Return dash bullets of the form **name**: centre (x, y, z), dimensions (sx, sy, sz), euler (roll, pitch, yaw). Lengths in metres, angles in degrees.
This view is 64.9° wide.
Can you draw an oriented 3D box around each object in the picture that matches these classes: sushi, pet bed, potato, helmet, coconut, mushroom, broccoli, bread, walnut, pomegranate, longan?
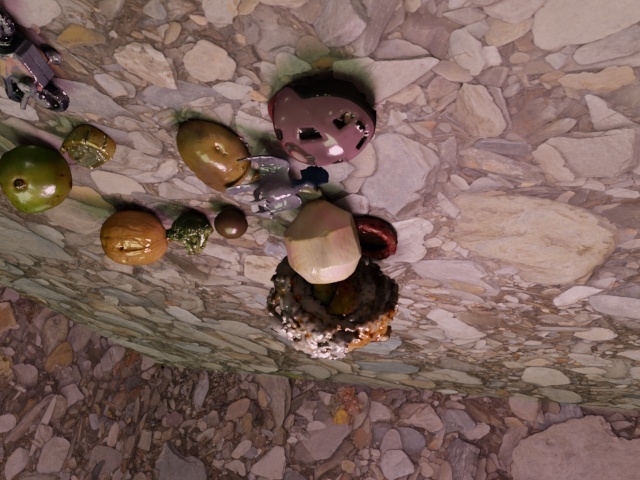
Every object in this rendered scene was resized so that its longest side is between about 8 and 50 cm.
- **sushi**: centre (0.032, 0.172, 1.559), dimensions (0.418, 0.417, 0.175), euler (13, 135, -3)
- **pet bed**: centre (0.140, -0.007, 1.545), dimensions (0.201, 0.053, 0.201), euler (11, 148, 7)
- **potato**: centre (-0.254, -0.205, 1.286), dimensions (0.138, 0.098, 0.243), euler (-13, 144, 36)
- **helmet**: centre (-0.003, -0.234, 1.082), dimensions (0.253, 0.154, 0.198), euler (-15, 143, 33)
- **coconut**: centre (0.000, 0.000, 1.431), dimensions (0.237, 0.197, 0.236), euler (22, 125, 35)
- **mushroom**: centre (-0.096, -0.145, 1.391), dimensions (0.202, 0.054, 0.059), euler (7, 158, -3)
- **broccoli**: centre (-0.422, -0.026, 1.657), dimensions (0.146, 0.137, 0.162), euler (-6, -172, 16)
- **bread**: centre (-0.639, -0.250, 1.381), dimensions (0.156, 0.064, 0.117), euler (-19, 138, 42)
- **walnut**: centre (-0.631, -0.007, 1.706), dimensions (0.226, 0.193, 0.193), euler (10, 152, 7)
- **pomegranate**: centre (-0.806, -0.170, 1.477), dimensions (0.159, 0.190, 0.241), euler (-13, 151, -7)
- **longan**: centre (-0.282, -0.051, 1.587), dimensions (0.113, 0.092, 0.113), euler (4, 176, 0)

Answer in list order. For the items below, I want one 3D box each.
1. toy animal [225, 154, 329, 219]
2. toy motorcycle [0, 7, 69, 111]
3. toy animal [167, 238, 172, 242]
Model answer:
- **toy animal**: centre (-0.115, -0.135, 1.303), dimensions (0.255, 0.176, 0.239), euler (14, 144, 20)
- **toy motorcycle**: centre (-0.675, -0.397, 1.092), dimensions (0.173, 0.108, 0.307), euler (17, 154, 10)
- **toy animal**: centre (-0.572, -0.013, 1.819), dimensions (0.083, 0.060, 0.081), euler (-9, -178, 34)
